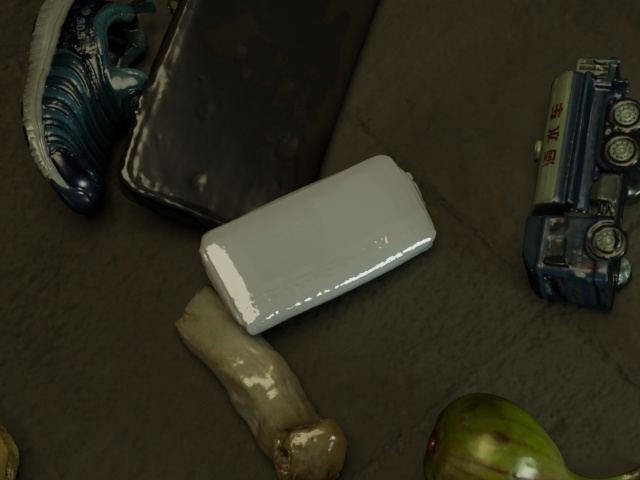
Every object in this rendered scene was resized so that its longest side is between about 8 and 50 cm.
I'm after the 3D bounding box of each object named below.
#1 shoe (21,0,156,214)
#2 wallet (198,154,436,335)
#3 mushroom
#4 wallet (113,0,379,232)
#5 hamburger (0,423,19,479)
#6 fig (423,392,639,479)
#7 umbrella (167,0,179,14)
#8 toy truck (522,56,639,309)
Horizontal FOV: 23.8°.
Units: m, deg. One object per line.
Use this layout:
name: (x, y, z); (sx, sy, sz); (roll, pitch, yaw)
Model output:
shoe: (-0.189, -0.121, 1.274); (0.106, 0.091, 0.207); (-3, 63, 13)
wallet: (0.000, 0.000, 1.207); (0.190, 0.033, 0.095); (-27, 76, -16)
mushroom: (-0.051, 0.108, 1.182); (0.059, 0.054, 0.202); (-31, 60, -13)
wallet: (-0.052, -0.149, 1.273); (0.165, 0.042, 0.309); (21, 72, -8)
hamburger: (-0.307, 0.187, 1.166); (0.147, 0.083, 0.138); (11, 73, 16)
fig: (0.158, 0.165, 1.106); (0.166, 0.093, 0.093); (12, 69, 12)
umbrella: (-0.108, -0.240, 1.337); (0.067, 0.062, 0.143); (2, 61, -28)
toy truck: (0.210, -0.050, 1.199); (0.088, 0.074, 0.201); (6, 67, 16)
